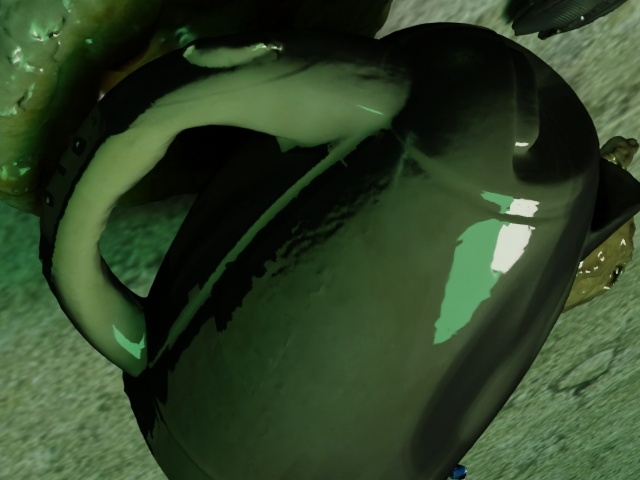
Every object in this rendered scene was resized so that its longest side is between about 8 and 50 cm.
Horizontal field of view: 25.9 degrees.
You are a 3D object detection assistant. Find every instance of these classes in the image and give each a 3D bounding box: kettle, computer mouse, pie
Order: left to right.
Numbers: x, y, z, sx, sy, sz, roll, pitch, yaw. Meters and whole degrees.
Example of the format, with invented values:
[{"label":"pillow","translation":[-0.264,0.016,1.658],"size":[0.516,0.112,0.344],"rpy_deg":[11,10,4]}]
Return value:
[{"label":"pie","translation":[-0.076,-0.113,0.813],"size":[0.306,0.071,0.306],"rpy_deg":[-22,151,-13]},{"label":"kettle","translation":[0.000,0.000,0.816],"size":[0.321,0.228,0.324],"rpy_deg":[16,135,-17]},{"label":"computer mouse","translation":[0.188,-0.181,0.964],"size":[0.079,0.047,0.135],"rpy_deg":[1,141,-42]}]

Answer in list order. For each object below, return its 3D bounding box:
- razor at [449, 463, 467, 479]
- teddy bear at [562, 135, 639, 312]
[{"label":"razor","translation":[0.040,0.188,1.415],"size":[0.324,0.093,0.056],"rpy_deg":[26,80,-52]},{"label":"teddy bear","translation":[0.130,-0.004,1.084],"size":[0.256,0.156,0.267],"rpy_deg":[-15,146,-28]}]
